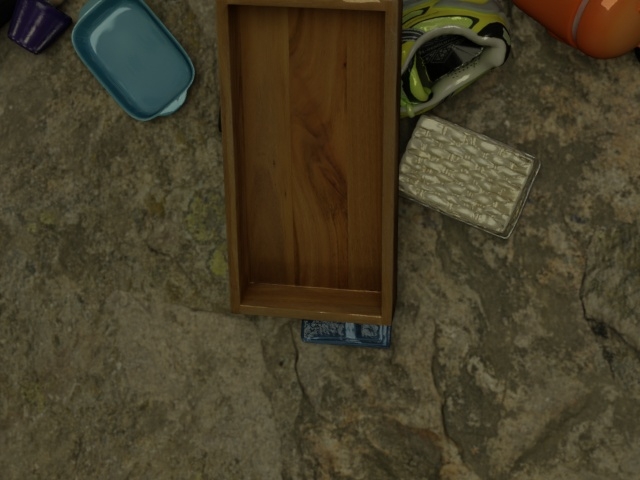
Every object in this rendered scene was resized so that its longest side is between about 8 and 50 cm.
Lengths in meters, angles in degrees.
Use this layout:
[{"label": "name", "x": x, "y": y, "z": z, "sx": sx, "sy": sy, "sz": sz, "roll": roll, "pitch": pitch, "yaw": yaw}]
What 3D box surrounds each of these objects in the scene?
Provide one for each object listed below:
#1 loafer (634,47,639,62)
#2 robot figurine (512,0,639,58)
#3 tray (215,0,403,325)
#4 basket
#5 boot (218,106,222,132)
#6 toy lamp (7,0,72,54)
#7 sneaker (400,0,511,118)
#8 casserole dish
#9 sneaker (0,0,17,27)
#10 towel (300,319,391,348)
[{"label": "loafer", "x": 0.456, "y": -0.211, "z": 1.638, "sx": 0.078, "sy": 0.076, "sz": 0.223, "roll": -24, "pitch": 77, "yaw": -29}, {"label": "robot figurine", "x": 0.318, "y": -0.302, "z": 1.609, "sx": 0.219, "sy": 0.128, "sz": 0.158, "roll": 43, "pitch": 122, "yaw": 30}, {"label": "tray", "x": -0.009, "y": -0.100, "z": 1.571, "sx": 0.203, "sy": 0.076, "sz": 0.411, "roll": 4, "pitch": 119, "yaw": 8}, {"label": "basket", "x": 0.180, "y": -0.082, "z": 1.654, "sx": 0.167, "sy": 0.103, "sz": 0.113, "roll": 23, "pitch": 94, "yaw": 7}, {"label": "boot", "x": -0.025, "y": -0.229, "z": 1.703, "sx": 0.161, "sy": 0.083, "sz": 0.246, "roll": 22, "pitch": 97, "yaw": -2}, {"label": "toy lamp", "x": -0.321, "y": -0.371, "z": 1.747, "sx": 0.080, "sy": 0.080, "sz": 0.275, "roll": 32, "pitch": 92, "yaw": 8}, {"label": "sneaker", "x": 0.052, "y": -0.198, "z": 1.619, "sx": 0.384, "sy": 0.147, "sz": 0.145, "roll": -30, "pitch": 117, "yaw": 4}, {"label": "casserole dish", "x": -0.243, "y": -0.242, "z": 1.753, "sx": 0.114, "sy": 0.037, "sz": 0.188, "roll": -41, "pitch": 85, "yaw": 6}, {"label": "sneaker", "x": -0.488, "y": -0.270, "z": 1.777, "sx": 0.222, "sy": 0.118, "sz": 0.083, "roll": -24, "pitch": 106, "yaw": 35}, {"label": "towel", "x": 0.033, "y": 0.102, "z": 1.711, "sx": 0.119, "sy": 0.029, "sz": 0.067, "roll": 4, "pitch": 89, "yaw": 9}]
